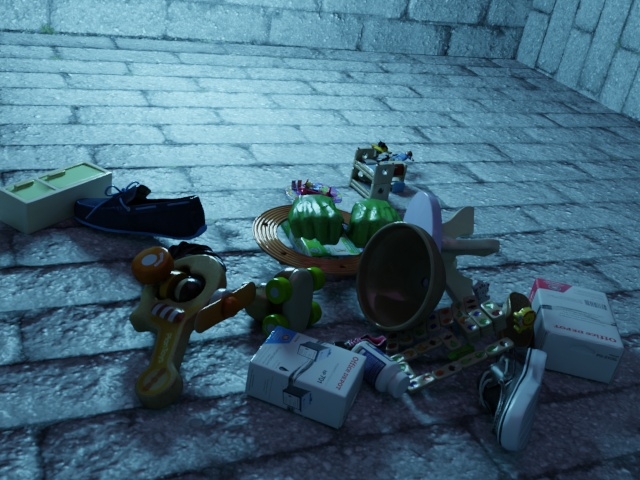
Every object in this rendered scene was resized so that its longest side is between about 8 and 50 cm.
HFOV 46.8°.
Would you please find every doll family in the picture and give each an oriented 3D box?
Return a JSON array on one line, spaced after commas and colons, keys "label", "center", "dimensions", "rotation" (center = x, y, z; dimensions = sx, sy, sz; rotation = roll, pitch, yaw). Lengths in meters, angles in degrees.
[{"label": "doll family", "center": [0.221, -0.282, 2.454], "dimensions": [0.193, 0.076, 0.111], "rotation": [31, 30, 24]}]

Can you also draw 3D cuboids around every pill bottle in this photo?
[{"label": "pill bottle", "center": [0.115, 0.254, 1.443], "dimensions": [0.067, 0.067, 0.120], "rotation": [-18, 40, -42]}]

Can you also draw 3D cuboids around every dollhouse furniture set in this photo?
[{"label": "dollhouse furniture set", "center": [0.204, -0.204, 2.240], "dimensions": [0.183, 0.129, 0.129], "rotation": [-7, 33, -29]}]

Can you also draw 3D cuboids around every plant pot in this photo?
[{"label": "plant pot", "center": [0.193, 0.083, 1.604], "dimensions": [0.109, 0.237, 0.237], "rotation": [11, 23, -38]}]

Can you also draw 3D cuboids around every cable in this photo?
[{"label": "cable", "center": [-0.289, 0.056, 1.686], "dimensions": [0.150, 0.047, 0.184], "rotation": [20, 28, 20]}]

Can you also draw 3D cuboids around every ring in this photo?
[{"label": "ring", "center": [0.000, 0.000, 1.797], "dimensions": [0.336, 0.032, 0.336], "rotation": [7, 28, -4]}]

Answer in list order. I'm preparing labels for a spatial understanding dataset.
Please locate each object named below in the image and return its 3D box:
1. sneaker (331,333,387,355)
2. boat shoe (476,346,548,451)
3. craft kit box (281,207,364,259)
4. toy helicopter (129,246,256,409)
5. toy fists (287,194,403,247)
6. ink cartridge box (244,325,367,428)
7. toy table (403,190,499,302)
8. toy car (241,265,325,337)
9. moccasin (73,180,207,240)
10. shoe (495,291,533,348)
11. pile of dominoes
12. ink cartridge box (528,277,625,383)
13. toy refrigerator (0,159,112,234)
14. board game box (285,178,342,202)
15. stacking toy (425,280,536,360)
[{"label": "sneaker", "center": [0.082, 0.213, 1.518], "dimensions": [0.119, 0.057, 0.047], "rotation": [4, 31, -9]}, {"label": "boat shoe", "center": [0.358, 0.296, 1.424], "dimensions": [0.119, 0.121, 0.335], "rotation": [12, 16, 19]}, {"label": "craft kit box", "center": [0.048, -0.006, 1.909], "dimensions": [0.246, 0.061, 0.250], "rotation": [1, 30, -22]}, {"label": "toy helicopter", "center": [-0.257, 0.163, 1.403], "dimensions": [0.235, 0.140, 0.355], "rotation": [-5, 43, 11]}, {"label": "toy fists", "center": [0.060, -0.041, 1.765], "dimensions": [0.279, 0.096, 0.142], "rotation": [5, 19, -7]}, {"label": "ink cartridge box", "center": [-0.025, 0.253, 1.385], "dimensions": [0.190, 0.082, 0.139], "rotation": [16, 29, 14]}, {"label": "toy table", "center": [0.289, 0.031, 1.760], "dimensions": [0.160, 0.274, 0.252], "rotation": [12, -7, -19]}, {"label": "toy car", "center": [-0.111, 0.115, 1.561], "dimensions": [0.188, 0.149, 0.155], "rotation": [13, 15, 30]}, {"label": "moccasin", "center": [-0.433, -0.086, 1.790], "dimensions": [0.342, 0.117, 0.138], "rotation": [6, 21, 10]}, {"label": "shoe", "center": [0.438, 0.198, 1.674], "dimensions": [0.076, 0.058, 0.219], "rotation": [25, 33, 7]}, {"label": "pile of dominoes", "center": [0.254, 0.195, 1.522], "dimensions": [0.251, 0.040, 0.196], "rotation": [-22, 31, -8]}, {"label": "ink cartridge box", "center": [0.565, 0.198, 1.662], "dimensions": [0.172, 0.100, 0.237], "rotation": [13, 28, 4]}, {"label": "toy refrigerator", "center": [-0.650, -0.115, 1.827], "dimensions": [0.102, 0.094, 0.269], "rotation": [24, 32, 23]}, {"label": "board game box", "center": [-0.016, -0.151, 2.170], "dimensions": [0.168, 0.033, 0.133], "rotation": [-9, 34, -31]}, {"label": "stacking toy", "center": [0.329, 0.171, 1.610], "dimensions": [0.221, 0.052, 0.167], "rotation": [-21, 28, -18]}]
